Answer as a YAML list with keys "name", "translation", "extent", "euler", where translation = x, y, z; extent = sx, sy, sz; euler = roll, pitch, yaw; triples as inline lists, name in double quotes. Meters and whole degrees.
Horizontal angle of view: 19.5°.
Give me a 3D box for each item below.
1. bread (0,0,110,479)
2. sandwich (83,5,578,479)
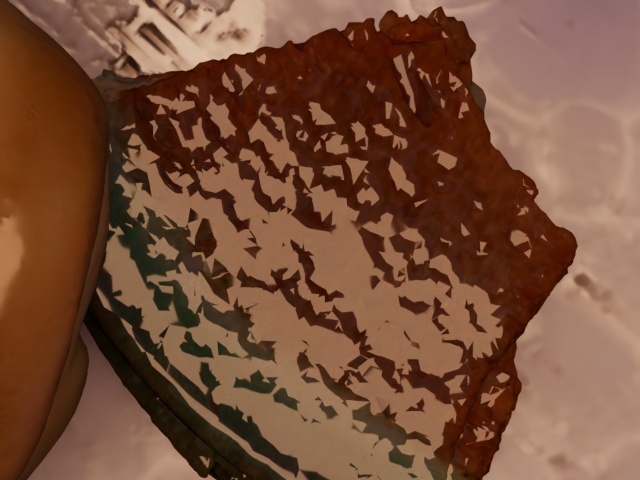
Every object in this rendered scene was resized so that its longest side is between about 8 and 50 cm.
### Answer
- name: "bread"
  translation: [-0.218, 0.016, 0.697]
  extent: [0.211, 0.316, 0.270]
  euler: [-34, 85, -43]
- name: "sandwich"
  translation: [-0.003, 0.014, 0.794]
  extent: [0.212, 0.109, 0.292]
  euler: [-25, 87, 0]
